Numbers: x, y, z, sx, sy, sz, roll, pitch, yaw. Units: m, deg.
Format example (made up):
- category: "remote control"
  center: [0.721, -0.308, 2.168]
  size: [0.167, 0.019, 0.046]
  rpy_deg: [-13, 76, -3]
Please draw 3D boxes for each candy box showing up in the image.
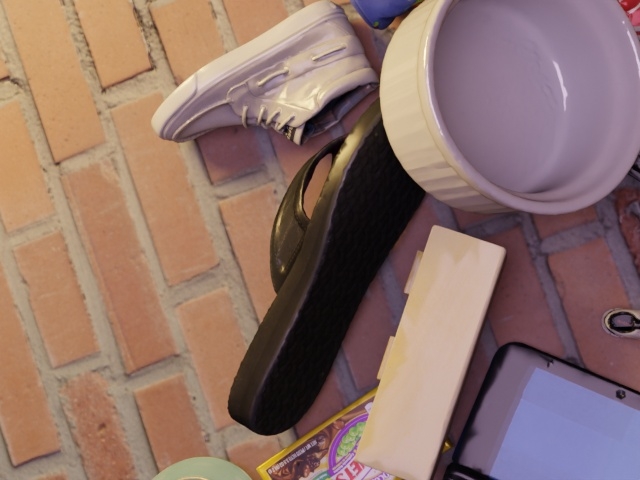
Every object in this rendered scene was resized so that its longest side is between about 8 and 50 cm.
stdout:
- category: "candy box"
  center: [0.038, 0.246, 1.970]
  size: [0.206, 0.027, 0.105]
  rpy_deg: [-35, 84, 10]

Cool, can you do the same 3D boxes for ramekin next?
- category: "ramekin"
  center: [0.196, -0.157, 1.827]
  size: [0.277, 0.135, 0.277]
  rpy_deg: [4, 82, -27]

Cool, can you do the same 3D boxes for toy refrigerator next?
- category: "toy refrigerator"
  center: [0.118, 0.126, 1.896]
  size: [0.094, 0.102, 0.269]
  rpy_deg: [19, 87, 8]

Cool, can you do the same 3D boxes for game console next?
- category: "game console"
  center: [0.270, 0.278, 1.847]
  size: [0.293, 0.250, 0.173]
  rpy_deg: [22, 120, 13]

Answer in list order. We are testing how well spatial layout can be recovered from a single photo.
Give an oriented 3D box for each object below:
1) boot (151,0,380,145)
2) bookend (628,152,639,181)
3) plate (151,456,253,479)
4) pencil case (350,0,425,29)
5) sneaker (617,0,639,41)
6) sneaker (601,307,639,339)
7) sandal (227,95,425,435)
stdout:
- category: "boot"
  center: [-0.061, -0.156, 1.967]
  size: [0.258, 0.095, 0.123]
  rpy_deg: [-33, 75, 10]
- category: "bookend"
  center: [0.416, -0.093, 1.864]
  size: [0.156, 0.072, 0.157]
  rpy_deg: [34, 97, 12]
- category: "plate"
  center: [-0.150, 0.333, 1.974]
  size: [0.188, 0.024, 0.188]
  rpy_deg: [-11, 60, 20]
- category: "pencil case"
  center: [0.161, -0.335, 1.906]
  size: [0.306, 0.133, 0.119]
  rpy_deg: [-24, 63, 11]
- category: "sneaker"
  center: [0.329, -0.227, 1.903]
  size: [0.067, 0.042, 0.118]
  rpy_deg: [34, 89, 8]
- category: "sneaker"
  center: [0.360, 0.096, 1.888]
  size: [0.109, 0.044, 0.040]
  rpy_deg: [4, 87, 12]
- category: "sandal"
  center: [-0.002, 0.001, 1.924]
  size: [0.107, 0.167, 0.445]
  rpy_deg: [31, 96, 30]
